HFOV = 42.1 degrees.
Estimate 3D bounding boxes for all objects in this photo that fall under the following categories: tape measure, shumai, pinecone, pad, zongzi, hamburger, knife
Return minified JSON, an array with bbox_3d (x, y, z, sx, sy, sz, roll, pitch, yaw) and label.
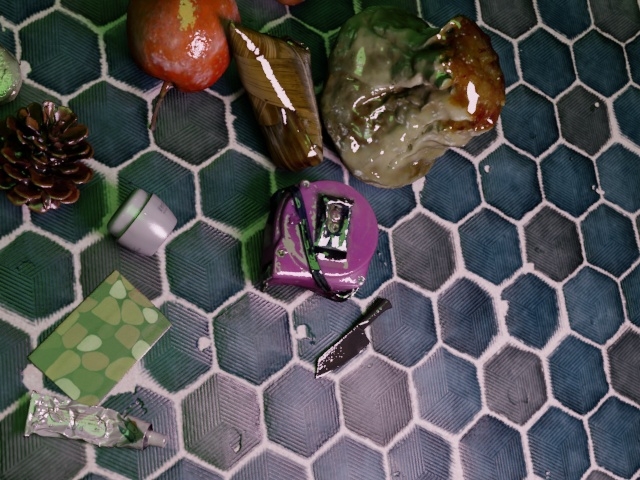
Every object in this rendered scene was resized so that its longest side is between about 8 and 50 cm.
[{"bbox_3d":[0.000,0.000,1.695,0.231,0.149,0.245,6,75,-17],"label":"tape measure"},{"bbox_3d":[0.213,-0.309,1.723,0.324,0.323,0.398,4,88,-38],"label":"shumai"},{"bbox_3d":[-0.515,-0.164,1.537,0.207,0.208,0.208,5,75,-18],"label":"pinecone"},{"bbox_3d":[-0.415,0.190,1.584,0.158,0.003,0.235,44,67,-5],"label":"pad"},{"bbox_3d":[-0.096,-0.288,1.672,0.134,0.288,0.286,-15,82,18],"label":"zongzi"},{"bbox_3d":[-0.645,-0.322,1.600,0.133,0.062,0.140,-32,91,-22],"label":"hamburger"},{"bbox_3d":[0.070,0.210,1.740,0.230,0.028,0.060,-40,104,-21],"label":"knife"}]

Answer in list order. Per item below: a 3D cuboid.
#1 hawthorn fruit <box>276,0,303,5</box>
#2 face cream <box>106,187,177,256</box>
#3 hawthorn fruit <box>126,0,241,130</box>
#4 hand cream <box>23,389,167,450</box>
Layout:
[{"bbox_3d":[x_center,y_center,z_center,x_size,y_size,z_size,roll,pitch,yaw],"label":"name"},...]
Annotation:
[{"bbox_3d":[-0.064,-0.647,1.828,0.199,0.199,0.251,20,58,-14],"label":"hawthorn fruit"},{"bbox_3d":[-0.344,-0.034,1.603,0.104,0.117,0.117,39,68,-15],"label":"face cream"},{"bbox_3d":[-0.266,-0.408,1.657,0.231,0.235,0.263,-15,76,-14],"label":"hawthorn fruit"},{"bbox_3d":[-0.407,0.340,1.524,0.256,0.050,0.084,13,75,-11],"label":"hand cream"}]
